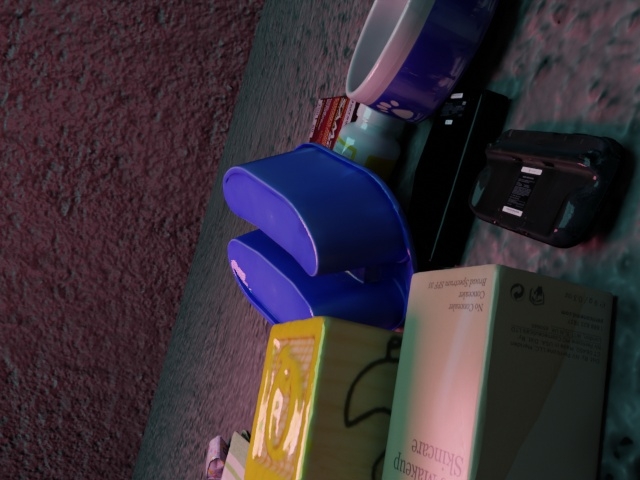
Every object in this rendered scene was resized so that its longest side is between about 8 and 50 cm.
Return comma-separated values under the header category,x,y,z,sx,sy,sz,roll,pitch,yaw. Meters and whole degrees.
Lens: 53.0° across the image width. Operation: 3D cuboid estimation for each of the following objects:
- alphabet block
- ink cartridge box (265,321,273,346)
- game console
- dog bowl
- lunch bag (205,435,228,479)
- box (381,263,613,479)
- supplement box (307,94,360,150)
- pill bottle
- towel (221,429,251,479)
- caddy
category,x,y,z,sx,sy,sz,roll,pitch,yaw
alphabet block,0.046,0.196,0.697,0.193,0.197,0.193,151,130,-66
ink cartridge box,-0.020,0.146,1.146,0.307,0.072,0.304,-102,32,-58
game console,0.188,-0.059,0.711,0.361,0.043,0.213,-140,64,-72
dog bowl,0.136,-0.299,0.878,0.265,0.104,0.265,-158,90,-78
lunch bag,-0.254,0.536,1.583,0.071,0.053,0.083,-104,23,-60
box,0.139,0.186,0.546,0.148,0.121,0.311,161,121,-67
supplement box,0.044,-0.198,1.199,0.239,0.073,0.130,-151,76,-71
pill bottle,0.066,-0.124,1.026,0.103,0.103,0.184,-109,38,-60
towel,-0.182,0.588,1.358,0.248,0.038,0.325,174,110,-70
caddy,0.000,0.000,0.912,0.341,0.179,0.241,36,133,49
